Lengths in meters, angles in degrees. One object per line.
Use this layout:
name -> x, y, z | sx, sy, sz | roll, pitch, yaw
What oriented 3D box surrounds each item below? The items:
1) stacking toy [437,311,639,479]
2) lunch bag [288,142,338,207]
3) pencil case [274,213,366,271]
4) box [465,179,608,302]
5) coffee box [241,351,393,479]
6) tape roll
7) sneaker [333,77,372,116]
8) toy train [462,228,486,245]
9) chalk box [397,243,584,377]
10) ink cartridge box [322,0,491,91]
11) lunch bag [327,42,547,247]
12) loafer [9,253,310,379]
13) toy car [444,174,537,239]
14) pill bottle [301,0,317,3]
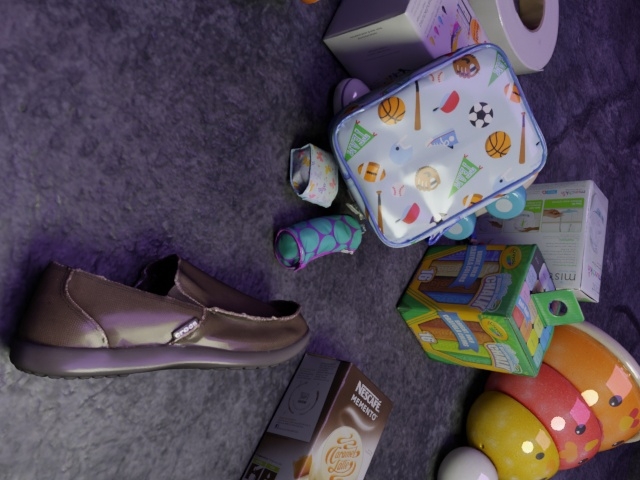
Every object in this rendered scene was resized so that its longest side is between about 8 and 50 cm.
stacking toy -> 0.439, 0.411, 1.211 | 0.480, 0.350, 0.351 | -33, 114, -23
lunch bag -> -0.011, -0.098, 0.864 | 0.071, 0.053, 0.083 | 14, 70, -48
pencil case -> 0.000, 0.000, 0.865 | 0.151, 0.064, 0.070 | -15, 76, -45
box -> 0.456, 0.004, 1.205 | 0.126, 0.262, 0.231 | 23, 72, -44
coffee box -> -0.005, 0.313, 0.833 | 0.141, 0.098, 0.247 | 49, 57, -35
tape roll -> 0.480, -0.606, 1.372 | 0.392, 0.072, 0.392 | 0, 90, -47
sneaker -> 0.144, -0.164, 0.951 | 0.282, 0.161, 0.102 | 53, 56, -30
toy train -> 0.340, 0.024, 1.187 | 0.027, 0.036, 0.158 | 8, 44, -40
chalk box -> 0.330, 0.127, 1.049 | 0.180, 0.289, 0.179 | 55, 53, -30
ink cartridge box -> 0.158, -0.338, 0.958 | 0.232, 0.168, 0.171 | 41, 61, -39
lunch bag -> 0.168, -0.133, 0.844 | 0.303, 0.115, 0.243 | -28, 105, 2
loafer -> -0.152, 0.081, 0.653 | 0.366, 0.133, 0.130 | 7, 85, -46
toy car -> 0.277, -0.171, 1.087 | 0.238, 0.210, 0.219 | 46, 45, -16
pill bottle -> -0.082, -0.411, 0.733 | 0.245, 0.130, 0.131 | 16, 78, -45
